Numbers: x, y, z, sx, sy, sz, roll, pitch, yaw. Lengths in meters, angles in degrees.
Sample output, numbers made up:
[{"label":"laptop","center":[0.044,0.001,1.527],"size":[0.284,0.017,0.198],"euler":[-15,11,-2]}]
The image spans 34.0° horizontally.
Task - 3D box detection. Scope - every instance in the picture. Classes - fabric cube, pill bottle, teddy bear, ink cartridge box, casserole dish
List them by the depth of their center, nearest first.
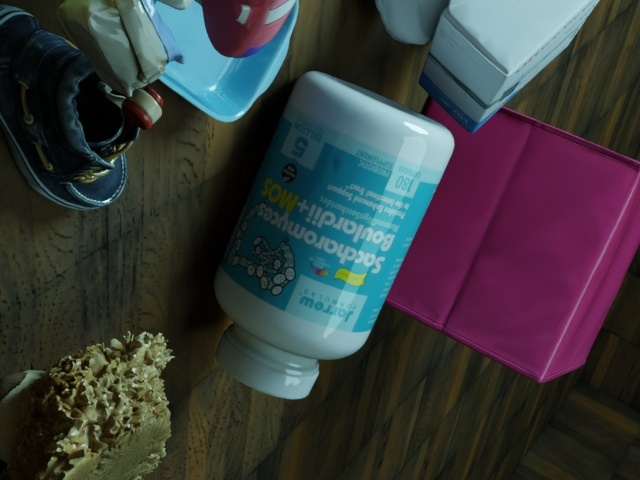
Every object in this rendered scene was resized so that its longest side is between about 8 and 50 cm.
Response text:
[{"label":"casserole dish","center":[-0.075,-0.151,0.708],"size":[0.114,0.037,0.188],"euler":[-61,157,0]},{"label":"teddy bear","center":[-0.204,0.202,0.782],"size":[0.245,0.113,0.338],"euler":[-40,158,-29]},{"label":"pill bottle","center":[0.000,0.000,0.902],"size":[0.146,0.146,0.264],"euler":[-2,118,-65]},{"label":"ink cartridge box","center":[0.170,-0.189,0.937],"size":[0.139,0.082,0.191],"euler":[-43,175,-6]},{"label":"fabric cube","center":[0.230,-0.012,1.247],"size":[0.254,0.259,0.258],"euler":[1,114,-65]}]

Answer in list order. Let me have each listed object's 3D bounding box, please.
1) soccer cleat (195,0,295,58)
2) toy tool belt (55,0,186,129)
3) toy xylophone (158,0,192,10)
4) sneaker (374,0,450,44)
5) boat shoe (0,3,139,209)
[{"label":"soccer cleat","center":[-0.005,-0.224,0.613],"size":[0.095,0.083,0.248],"euler":[0,112,-43]},{"label":"toy tool belt","center":[-0.088,-0.099,0.517],"size":[0.051,0.052,0.083],"euler":[-48,142,-17]},{"label":"toy xylophone","center":[-0.130,-0.226,0.442],"size":[0.322,0.081,0.236],"euler":[-11,125,-63]},{"label":"sneaker","center":[0.131,-0.297,0.864],"size":[0.111,0.129,0.297],"euler":[-27,141,-60]},{"label":"boat shoe","center":[-0.138,-0.058,0.617],"size":[0.065,0.083,0.183],"euler":[-55,157,-16]}]
